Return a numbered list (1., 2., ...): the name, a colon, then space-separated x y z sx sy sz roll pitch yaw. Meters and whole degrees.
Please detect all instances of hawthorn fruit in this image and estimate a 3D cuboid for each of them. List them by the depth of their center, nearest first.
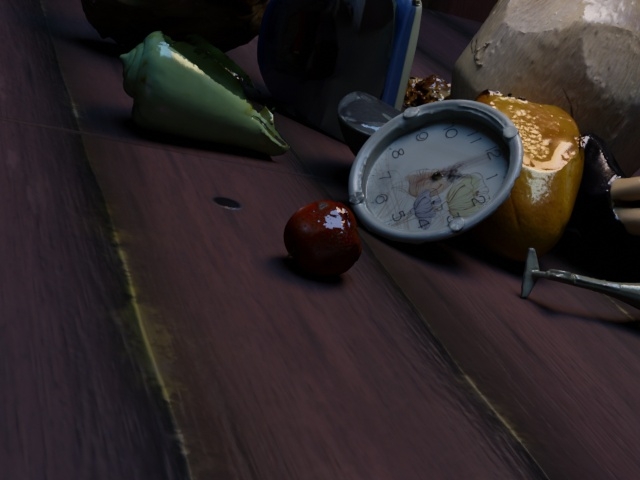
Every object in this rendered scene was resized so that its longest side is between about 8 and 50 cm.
1. hawthorn fruit: 0.000 0.000 1.273 0.093 0.093 0.093 16 19 -6

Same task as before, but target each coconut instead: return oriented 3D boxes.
1. coconut: 0.398 -0.256 1.783 0.346 0.360 0.346 35 22 -16

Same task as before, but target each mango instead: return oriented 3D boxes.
1. mango: 0.260 -0.073 1.551 0.187 0.138 0.257 3 51 14

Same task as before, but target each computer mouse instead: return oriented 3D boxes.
1. computer mouse: 0.160 -0.116 1.714 0.379 0.090 0.167 17 26 -39

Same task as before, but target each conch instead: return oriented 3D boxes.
1. conch: -0.164 -0.212 1.602 0.251 0.137 0.143 7 21 -29

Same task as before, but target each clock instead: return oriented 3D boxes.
1. clock: 0.152 -0.083 1.492 0.236 0.236 0.053 35 -18 40

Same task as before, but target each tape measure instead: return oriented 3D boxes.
1. tape measure: 0.030 -0.312 1.882 0.262 0.259 0.138 22 19 27

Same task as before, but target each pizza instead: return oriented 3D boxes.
1. pizza: 0.225 -0.281 2.226 0.154 0.069 0.194 20 18 3

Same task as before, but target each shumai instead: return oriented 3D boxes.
1. shumai: -0.209 -0.394 1.903 0.346 0.217 0.283 6 16 -30

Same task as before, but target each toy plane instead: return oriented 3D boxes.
1. toy plane: 0.391 0.068 1.415 0.286 0.092 0.108 12 -1 -17

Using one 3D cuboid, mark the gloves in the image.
1. gloves: 0.448 -0.017 1.586 0.301 0.152 0.197 30 -15 43
